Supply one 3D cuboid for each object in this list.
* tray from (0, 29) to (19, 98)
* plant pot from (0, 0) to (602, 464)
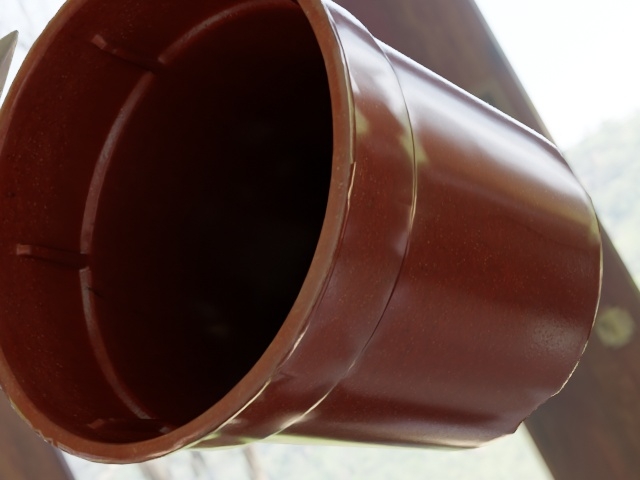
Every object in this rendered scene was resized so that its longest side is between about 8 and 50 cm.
[{"bbox_3d":[-0.255,0.003,1.129,0.145,0.030,0.270,-55,11,56],"label":"tray"},{"bbox_3d":[0.000,0.000,1.025,0.272,0.272,0.265,-35,-33,32],"label":"plant pot"}]
